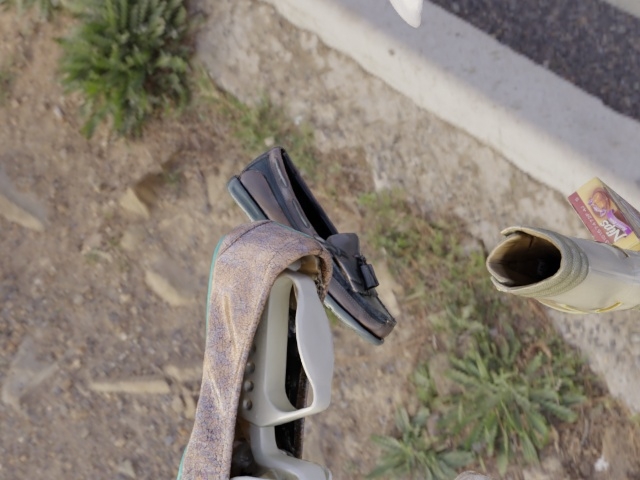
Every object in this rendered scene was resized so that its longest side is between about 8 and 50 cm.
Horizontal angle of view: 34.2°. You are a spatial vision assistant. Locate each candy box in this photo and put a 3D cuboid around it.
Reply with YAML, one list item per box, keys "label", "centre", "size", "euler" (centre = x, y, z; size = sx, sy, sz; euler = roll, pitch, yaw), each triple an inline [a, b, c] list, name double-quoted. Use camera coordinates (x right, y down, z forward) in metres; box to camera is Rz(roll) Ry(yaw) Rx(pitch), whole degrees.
- label: "candy box"
  centre: [0.409, -0.007, 1.398]
  size: [0.053, 0.187, 0.109]
  euler: [-39, 59, 21]

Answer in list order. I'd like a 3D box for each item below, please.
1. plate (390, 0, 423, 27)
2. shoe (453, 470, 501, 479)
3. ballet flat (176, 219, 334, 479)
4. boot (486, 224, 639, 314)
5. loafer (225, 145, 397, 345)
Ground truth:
- label: "plate"
  centre: [0.066, -0.377, 0.983]
  size: [0.045, 0.277, 0.278]
  euler: [-1, 33, -5]
- label: "shoe"
  centre: [0.191, 0.346, 1.400]
  size: [0.058, 0.219, 0.076]
  euler: [2, 73, -6]
- label: "ballet flat"
  centre: [-0.043, 0.142, 0.785]
  size: [0.106, 0.108, 0.316]
  euler: [3, 90, 37]
- label: "boot"
  centre: [0.229, 0.029, 1.026]
  size: [0.213, 0.165, 0.077]
  euler: [2, 83, 64]
- label: "loafer"
  centre: [0.000, 0.000, 1.185]
  size: [0.084, 0.096, 0.267]
  euler: [-46, 72, 7]
